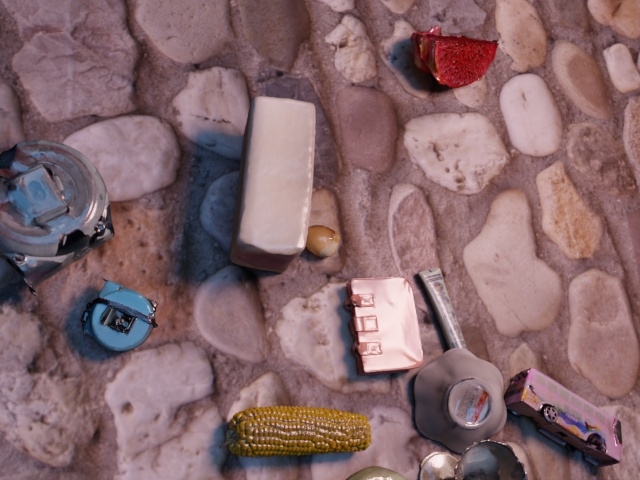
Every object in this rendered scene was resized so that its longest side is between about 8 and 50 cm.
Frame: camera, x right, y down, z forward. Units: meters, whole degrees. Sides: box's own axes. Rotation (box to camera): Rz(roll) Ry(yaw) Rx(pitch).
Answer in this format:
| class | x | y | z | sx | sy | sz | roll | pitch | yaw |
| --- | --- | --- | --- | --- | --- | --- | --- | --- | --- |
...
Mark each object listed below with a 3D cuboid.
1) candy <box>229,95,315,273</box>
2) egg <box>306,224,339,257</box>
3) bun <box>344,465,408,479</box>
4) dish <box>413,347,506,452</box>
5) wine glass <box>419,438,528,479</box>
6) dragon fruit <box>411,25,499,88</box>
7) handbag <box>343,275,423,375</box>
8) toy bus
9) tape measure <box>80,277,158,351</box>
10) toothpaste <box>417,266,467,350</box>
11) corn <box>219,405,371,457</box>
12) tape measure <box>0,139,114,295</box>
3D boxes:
| class | x | y | z | sx | sy | sz | roll | pitch | yaw |
| --- | --- | --- | --- | --- | --- | --- | --- | --- | --- |
| candy | -0.105 | -0.115 | 1.453 | 0.145 | 0.208 | 0.358 | 9 | 70 | -12 |
| egg | 0.000 | 0.000 | 1.519 | 0.083 | 0.071 | 0.071 | 25 | 66 | 9 |
| bun | 0.102 | 0.562 | 1.325 | 0.212 | 0.126 | 0.204 | -33 | 82 | -30 |
| dish | 0.315 | 0.351 | 1.459 | 0.229 | 0.081 | 0.229 | 1 | 82 | -10 |
| wine glass | 0.291 | 0.482 | 1.348 | 0.156 | 0.232 | 0.156 | 5 | 69 | -13 |
| dragon fruit | 0.328 | -0.480 | 1.756 | 0.274 | 0.126 | 0.161 | -12 | 36 | -37 |
| handbag | 0.138 | 0.189 | 1.499 | 0.157 | 0.059 | 0.212 | -2 | 71 | -17 |
| toy bus | 0.558 | 0.404 | 1.528 | 0.274 | 0.090 | 0.112 | 32 | 58 | -5 |
| tape measure | -0.401 | 0.158 | 1.347 | 0.146 | 0.081 | 0.125 | 24 | 78 | -6 |
| toothpaste | 0.291 | 0.176 | 1.556 | 0.062 | 0.039 | 0.239 | -13 | 75 | -21 |
| corn | -0.048 | 0.385 | 1.358 | 0.310 | 0.101 | 0.101 | 1 | 72 | -13 |
| tape measure | -0.552 | -0.066 | 1.345 | 0.256 | 0.147 | 0.275 | -37 | 86 | -24 |
